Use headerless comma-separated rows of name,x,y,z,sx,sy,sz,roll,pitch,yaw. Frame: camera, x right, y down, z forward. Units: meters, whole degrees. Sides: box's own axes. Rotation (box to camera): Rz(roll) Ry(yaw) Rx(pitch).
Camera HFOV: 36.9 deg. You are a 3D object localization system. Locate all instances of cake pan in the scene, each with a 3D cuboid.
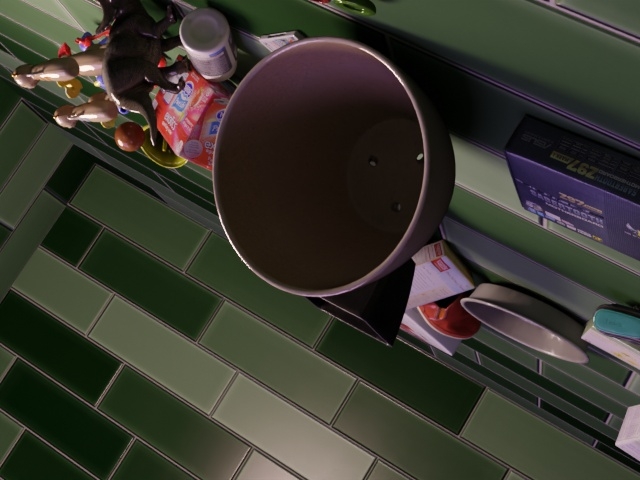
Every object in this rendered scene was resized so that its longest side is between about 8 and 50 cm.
cake pan,0.441,0.172,2.039,0.293,0.054,0.293,26,170,5

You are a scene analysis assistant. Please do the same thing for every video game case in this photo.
video game case,-0.033,-0.277,1.423,0.087,0.011,0.122,37,170,-27

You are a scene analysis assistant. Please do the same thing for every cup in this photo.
cup,0.054,-0.096,1.313,0.331,0.331,0.237,27,-165,30

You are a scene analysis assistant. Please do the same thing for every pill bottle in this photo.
pill bottle,-0.173,-0.306,1.520,0.078,0.078,0.137,31,171,9

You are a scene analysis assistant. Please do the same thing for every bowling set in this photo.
bowling set,-0.408,-0.248,1.708,0.154,0.199,0.287,-2,-164,29

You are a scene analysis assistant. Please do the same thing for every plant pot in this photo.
plant pot,0.075,0.068,1.823,0.187,0.167,0.188,26,171,28

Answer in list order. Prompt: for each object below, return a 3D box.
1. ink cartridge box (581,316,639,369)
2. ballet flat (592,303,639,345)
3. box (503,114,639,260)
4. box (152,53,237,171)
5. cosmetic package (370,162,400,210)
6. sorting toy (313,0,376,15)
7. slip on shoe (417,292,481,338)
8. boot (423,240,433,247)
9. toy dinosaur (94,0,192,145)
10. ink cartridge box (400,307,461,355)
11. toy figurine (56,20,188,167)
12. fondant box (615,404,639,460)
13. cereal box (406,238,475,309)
ink cartridge box,0.579,0.203,1.813,0.171,0.056,0.235,29,169,12
ballet flat,0.556,0.151,1.597,0.203,0.074,0.074,19,165,31
box,0.351,-0.052,1.190,0.233,0.059,0.183,27,168,26
box,-0.197,-0.216,1.669,0.123,0.128,0.257,24,-167,-30
cosmetic package,0.003,-0.129,1.820,0.377,0.097,0.284,36,168,-25
sorting toy,0.020,-0.293,1.102,0.102,0.042,0.061,18,-176,12
slip on shoe,0.291,0.137,2.238,0.101,0.123,0.331,16,158,47
boot,0.173,-0.012,2.040,0.121,0.045,0.099,11,161,47
toy dinosaur,-0.302,-0.298,1.596,0.160,0.313,0.121,-8,173,10
ink cartridge box,0.200,0.130,2.435,0.272,0.130,0.309,25,168,46
toy figurine,-0.385,-0.343,2.003,0.362,0.191,0.217,42,-165,-39
fondant box,0.766,0.397,1.846,0.238,0.096,0.330,33,155,-6
cereal box,0.190,0.088,2.060,0.240,0.047,0.173,-20,145,20
